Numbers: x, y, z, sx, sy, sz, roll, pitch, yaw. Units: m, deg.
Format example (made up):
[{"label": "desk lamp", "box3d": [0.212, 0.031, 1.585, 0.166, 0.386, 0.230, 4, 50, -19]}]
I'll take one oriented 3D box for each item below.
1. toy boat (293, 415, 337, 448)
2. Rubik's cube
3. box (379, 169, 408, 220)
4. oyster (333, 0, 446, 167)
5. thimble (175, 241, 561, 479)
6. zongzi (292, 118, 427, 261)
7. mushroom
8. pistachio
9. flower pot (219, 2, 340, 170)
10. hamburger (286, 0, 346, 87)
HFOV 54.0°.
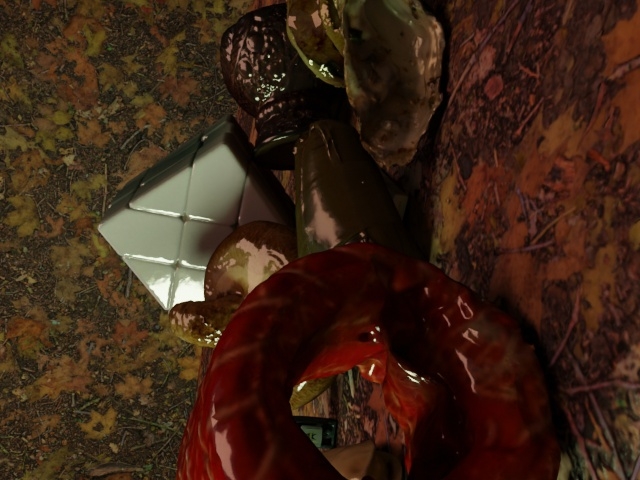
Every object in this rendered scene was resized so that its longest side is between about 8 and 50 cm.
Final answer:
[{"label": "toy boat", "box3d": [-0.041, 0.347, 1.139, 0.060, 0.141, 0.055, 172, 104, -81]}, {"label": "Rubik's cube", "box3d": [-0.239, -0.044, 1.382, 0.319, 0.321, 0.316, 55, -174, -20]}, {"label": "box", "box3d": [0.085, -0.058, 1.059, 0.220, 0.032, 0.122, -120, 39, -62]}, {"label": "oyster", "box3d": [0.091, -0.248, 0.905, 0.094, 0.166, 0.294, 157, 117, -85]}, {"label": "thimble", "box3d": [0.038, 0.190, 0.629, 0.231, 0.350, 0.350, 113, 157, -48]}, {"label": "zongzi", "box3d": [0.000, 0.000, 0.971, 0.300, 0.145, 0.274, -49, 54, 44]}, {"label": "mushroom", "box3d": [-0.082, 0.132, 1.154, 0.239, 0.345, 0.345, -57, -7, -47]}, {"label": "pistachio", "box3d": [0.038, 0.360, 0.912, 0.152, 0.126, 0.223, -52, 1, -29]}, {"label": "flower pot", "box3d": [-0.066, -0.300, 1.293, 0.266, 0.266, 0.267, 136, 128, -65]}, {"label": "hamburger", "box3d": [0.046, -0.382, 1.016, 0.132, 0.211, 0.309, 161, 116, -66]}]
